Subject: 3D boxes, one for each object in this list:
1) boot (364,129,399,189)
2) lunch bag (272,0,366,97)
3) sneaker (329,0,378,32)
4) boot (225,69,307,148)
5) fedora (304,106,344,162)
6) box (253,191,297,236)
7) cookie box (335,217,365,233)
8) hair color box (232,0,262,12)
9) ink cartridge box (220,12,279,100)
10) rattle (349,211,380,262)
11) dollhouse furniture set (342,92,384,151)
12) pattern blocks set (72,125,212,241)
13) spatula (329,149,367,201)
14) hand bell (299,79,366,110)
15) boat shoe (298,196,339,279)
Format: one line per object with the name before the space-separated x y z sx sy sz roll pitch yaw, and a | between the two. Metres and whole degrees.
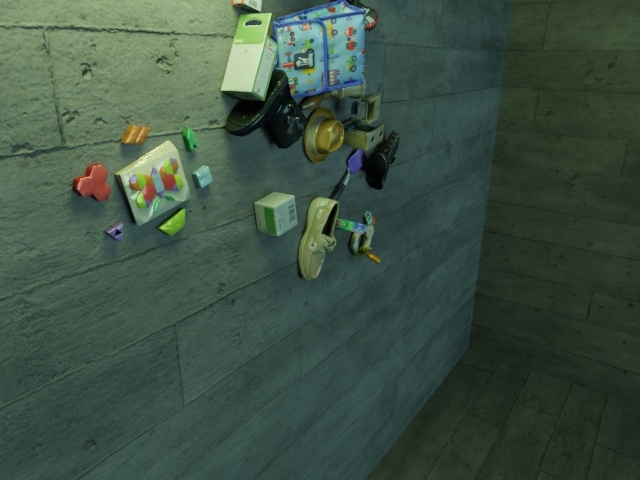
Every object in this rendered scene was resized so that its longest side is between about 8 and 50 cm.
boot | 0.260 -0.354 2.017 0.263 0.091 0.229 81 32 -68
lunch bag | -0.023 -0.558 1.469 0.293 0.138 0.221 -22 135 -20
sneaker | 0.107 -0.750 1.636 0.276 0.097 0.135 -38 134 -42
boot | -0.141 -0.332 1.423 0.246 0.094 0.207 -55 146 -20
fedora | 0.024 -0.353 1.681 0.194 0.079 0.194 -27 124 -49
box | -0.137 -0.083 1.531 0.102 0.087 0.101 -35 129 -45
cookie box | 0.103 -0.057 1.886 0.092 0.107 0.040 11 92 -57
hair color box | -0.183 -0.672 1.279 0.072 0.043 0.141 -5 105 -56
ink cartridge box | -0.178 -0.477 1.299 0.062 0.109 0.209 15 89 -58
rattle | 0.217 -0.020 2.054 0.200 0.142 0.130 -53 123 -22
dollhouse furniture set | 0.147 -0.436 1.764 0.129 0.129 0.184 -40 142 -44
pattern blocks set | -0.393 -0.135 1.181 0.325 0.026 0.285 -53 141 -31
spatula | 0.094 -0.227 1.878 0.296 0.030 0.084 -59 147 -24
hand bell | 0.024 -0.481 1.635 0.242 0.126 0.126 -37 132 -29
boat shoe | 0.000 0.000 1.760 0.109 0.098 0.302 4 99 -57
